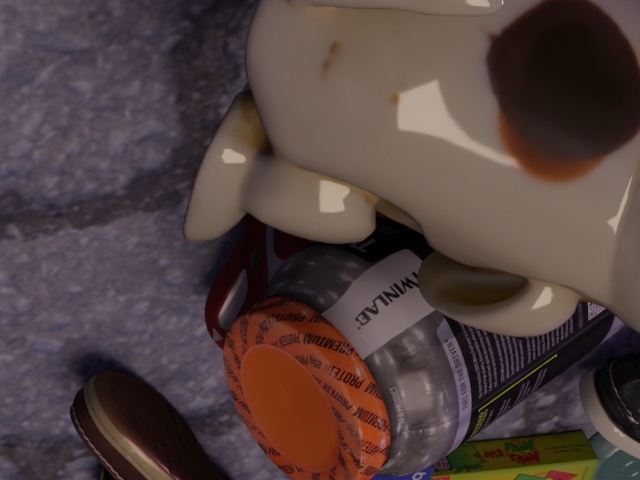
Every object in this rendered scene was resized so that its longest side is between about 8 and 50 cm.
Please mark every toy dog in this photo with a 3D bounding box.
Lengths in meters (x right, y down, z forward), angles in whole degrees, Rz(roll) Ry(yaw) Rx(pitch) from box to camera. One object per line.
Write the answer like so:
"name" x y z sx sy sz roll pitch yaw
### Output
"toy dog" 0.163 -0.080 0.997 0.408 0.284 0.395 24 161 -1

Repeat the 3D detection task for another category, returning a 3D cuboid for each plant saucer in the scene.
"plant saucer" 0.324 0.234 1.684 0.119 0.021 0.119 -10 132 -11

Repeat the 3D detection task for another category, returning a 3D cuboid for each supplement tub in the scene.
"supplement tub" 0.090 0.056 1.255 0.316 0.193 0.193 -30 141 -35

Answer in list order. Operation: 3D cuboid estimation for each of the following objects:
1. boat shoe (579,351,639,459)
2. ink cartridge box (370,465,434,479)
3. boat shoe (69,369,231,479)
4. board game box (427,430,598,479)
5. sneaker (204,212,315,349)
"boat shoe" 0.417 0.182 1.603 0.340 0.127 0.113 27 128 -25
"ink cartridge box" 0.030 0.283 1.603 0.097 0.046 0.207 5 127 -24
"boat shoe" -0.149 0.247 1.462 0.123 0.123 0.342 -29 139 4
"board game box" 0.183 0.248 1.630 0.181 0.043 0.092 -3 129 -17
"sneaker" 0.000 0.000 1.349 0.128 0.087 0.221 7 126 -48
